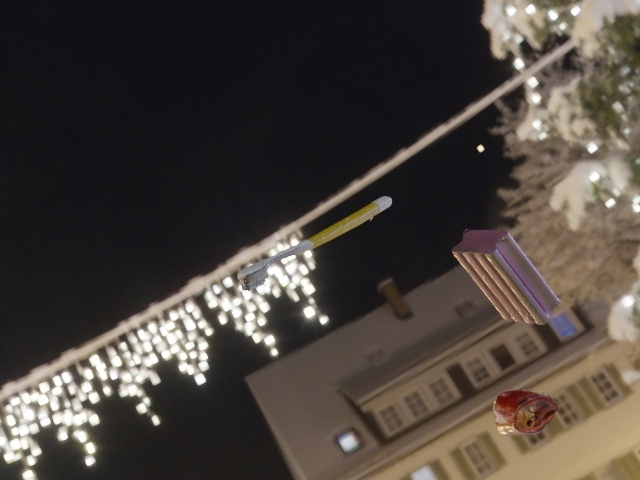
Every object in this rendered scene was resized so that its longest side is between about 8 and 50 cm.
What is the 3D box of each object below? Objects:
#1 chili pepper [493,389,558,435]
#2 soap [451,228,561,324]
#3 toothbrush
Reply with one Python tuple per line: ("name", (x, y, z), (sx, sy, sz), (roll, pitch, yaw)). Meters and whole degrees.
("chili pepper", (0.337, 0.294, 1.807), (0.086, 0.084, 0.192), (19, -11, -6))
("soap", (0.352, 0.069, 1.998), (0.203, 0.122, 0.065), (49, -113, -25))
("toothbrush", (0.000, 0.000, 1.330), (0.288, 0.021, 0.024), (-29, -59, -43))
